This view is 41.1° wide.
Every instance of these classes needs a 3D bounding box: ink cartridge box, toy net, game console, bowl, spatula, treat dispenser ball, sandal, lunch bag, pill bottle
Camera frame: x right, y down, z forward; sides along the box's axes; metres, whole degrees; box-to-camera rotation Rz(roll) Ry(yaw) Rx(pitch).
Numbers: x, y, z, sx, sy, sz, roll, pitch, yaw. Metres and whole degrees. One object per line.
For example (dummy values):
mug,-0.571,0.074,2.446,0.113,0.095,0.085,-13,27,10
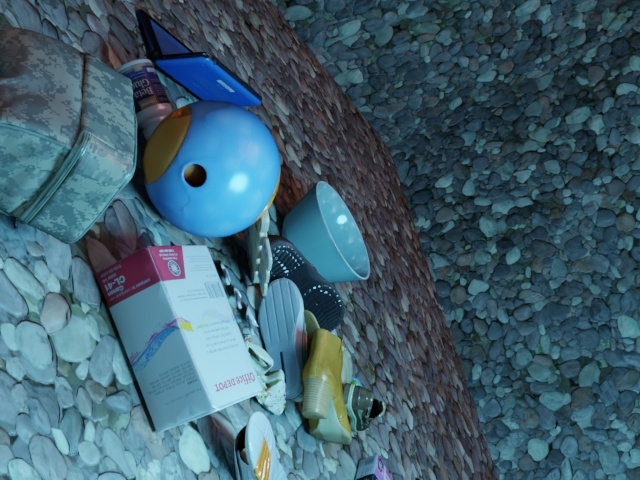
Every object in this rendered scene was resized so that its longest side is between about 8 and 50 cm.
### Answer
ink cartridge box,0.194,0.744,2.162,0.370,0.069,0.176,63,17,-12
toy net,0.048,0.322,2.337,0.232,0.045,0.122,64,8,13
game console,-0.311,-0.476,2.225,0.293,0.250,0.173,30,64,-61
bowl,0.000,0.000,2.461,0.311,0.163,0.311,54,21,-31
ink cartridge box,-0.249,0.169,1.545,0.306,0.131,0.226,69,17,9
spatula,-0.177,0.128,1.877,0.242,0.019,0.168,-149,-146,-81
treat dispenser ball,-0.227,-0.150,1.792,0.288,0.288,0.288,54,20,-30
sandal,-0.127,0.439,1.643,0.102,0.076,0.265,-69,153,-48
lunch bag,-0.446,-0.181,1.331,0.256,0.212,0.305,30,31,-33
pill bottle,-0.383,-0.305,1.879,0.169,0.094,0.094,65,17,4

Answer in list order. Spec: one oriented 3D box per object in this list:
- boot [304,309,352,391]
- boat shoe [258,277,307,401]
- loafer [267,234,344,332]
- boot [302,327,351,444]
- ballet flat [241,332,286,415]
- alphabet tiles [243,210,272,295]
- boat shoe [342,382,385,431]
boot,0.005,0.287,2.172,0.261,0.095,0.203,71,18,-2
boat shoe,-0.083,0.238,2.021,0.094,0.109,0.302,61,22,-58
loafer,-0.052,0.105,2.206,0.366,0.134,0.130,60,-5,-38
boot,0.028,0.343,1.993,0.295,0.104,0.211,66,31,-56
ballet flat,-0.125,0.289,1.833,0.241,0.077,0.091,54,19,-32
alphabet tiles,-0.154,-0.023,2.015,0.284,0.021,0.278,104,-23,-55
boat shoe,0.119,0.442,2.205,0.257,0.095,0.095,63,34,-64
